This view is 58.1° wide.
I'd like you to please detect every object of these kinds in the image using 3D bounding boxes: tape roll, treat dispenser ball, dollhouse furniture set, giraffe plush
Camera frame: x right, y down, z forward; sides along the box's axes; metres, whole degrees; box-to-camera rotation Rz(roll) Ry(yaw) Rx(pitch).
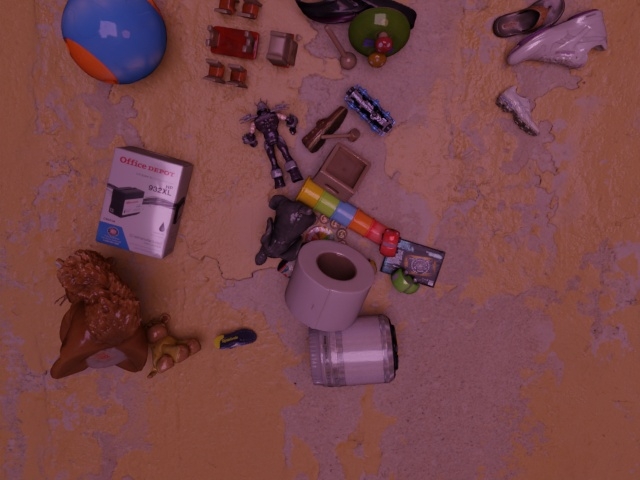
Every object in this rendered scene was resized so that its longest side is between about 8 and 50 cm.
[{"bbox_3d":[0.026,0.137,1.784,0.246,0.246,0.169,19,126,-2],"label":"tape roll"},{"bbox_3d":[-0.592,-0.600,1.667,0.288,0.288,0.288,0,100,1],"label":"treat dispenser ball"},{"bbox_3d":[-0.213,-0.596,1.760,0.259,0.135,0.262,13,100,10],"label":"dollhouse furniture set"},{"bbox_3d":[-0.525,0.339,1.918,0.210,0.181,0.171,-31,87,41],"label":"giraffe plush"}]

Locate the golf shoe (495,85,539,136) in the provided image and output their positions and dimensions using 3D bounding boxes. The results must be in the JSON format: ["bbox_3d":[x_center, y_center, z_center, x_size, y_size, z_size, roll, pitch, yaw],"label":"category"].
[{"bbox_3d":[0.632,-0.404,1.788,0.176,0.069,0.086,45,92,-7],"label":"golf shoe"}]

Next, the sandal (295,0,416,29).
[{"bbox_3d":[0.061,-0.687,1.695,0.445,0.167,0.107,17,96,-3],"label":"sandal"}]

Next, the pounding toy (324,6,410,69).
[{"bbox_3d":[0.147,-0.566,1.685,0.236,0.183,0.110,-10,63,21],"label":"pounding toy"}]

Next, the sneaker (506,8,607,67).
[{"bbox_3d":[0.716,-0.574,1.727,0.305,0.114,0.152,-21,98,5],"label":"sneaker"}]

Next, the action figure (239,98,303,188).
[{"bbox_3d":[-0.148,-0.309,1.810,0.185,0.099,0.285,-17,96,12],"label":"action figure"}]

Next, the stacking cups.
[{"bbox_3d":[0.078,-0.094,1.849,0.316,0.096,0.096,28,100,-8],"label":"stacking cups"}]

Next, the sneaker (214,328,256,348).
[{"bbox_3d":[-0.288,0.336,1.952,0.144,0.059,0.053,-7,69,-13],"label":"sneaker"}]

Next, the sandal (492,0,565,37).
[{"bbox_3d":[0.633,-0.675,1.739,0.219,0.060,0.090,-14,100,4],"label":"sandal"}]

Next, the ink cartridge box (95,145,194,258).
[{"bbox_3d":[-0.557,-0.123,1.832,0.223,0.129,0.308,16,100,-1],"label":"ink cartridge box"}]

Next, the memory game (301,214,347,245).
[{"bbox_3d":[0.000,0.000,1.900,0.186,0.012,0.186,0,101,2],"label":"memory game"}]

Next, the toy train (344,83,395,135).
[{"bbox_3d":[0.151,-0.403,1.777,0.184,0.105,0.080,43,103,-6],"label":"toy train"}]

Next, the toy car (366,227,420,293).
[{"bbox_3d":[0.226,0.101,1.851,0.225,0.053,0.239,40,124,-9],"label":"toy car"}]

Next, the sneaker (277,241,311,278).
[{"bbox_3d":[-0.063,0.069,1.889,0.161,0.057,0.075,-37,116,20],"label":"sneaker"}]

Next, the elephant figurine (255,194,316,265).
[{"bbox_3d":[-0.121,-0.008,1.814,0.169,0.186,0.239,28,89,22],"label":"elephant figurine"}]

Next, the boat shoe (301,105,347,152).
[{"bbox_3d":[0.011,-0.358,1.809,0.060,0.064,0.178,43,92,17],"label":"boat shoe"}]

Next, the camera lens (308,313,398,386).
[{"bbox_3d":[0.107,0.355,1.857,0.274,0.219,0.220,-5,100,2],"label":"camera lens"}]

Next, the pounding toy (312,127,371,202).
[{"bbox_3d":[0.060,-0.255,1.811,0.181,0.094,0.206,33,64,-6],"label":"pounding toy"}]

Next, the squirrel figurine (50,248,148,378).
[{"bbox_3d":[-0.686,0.180,1.782,0.281,0.370,0.397,-1,142,-32],"label":"squirrel figurine"}]

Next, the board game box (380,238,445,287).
[{"bbox_3d":[0.304,0.070,1.899,0.186,0.026,0.126,17,100,-2],"label":"board game box"}]
